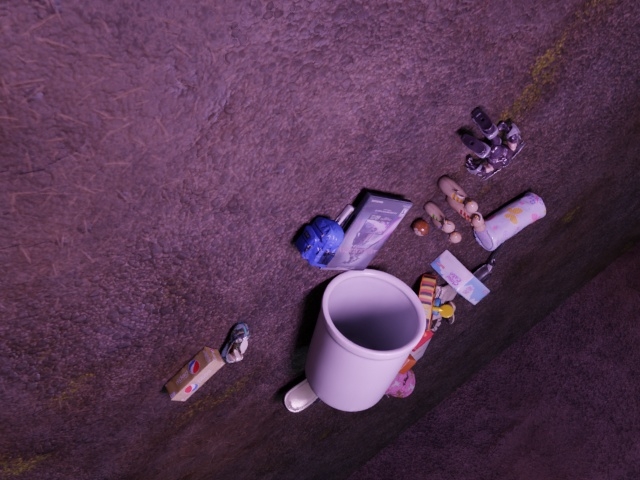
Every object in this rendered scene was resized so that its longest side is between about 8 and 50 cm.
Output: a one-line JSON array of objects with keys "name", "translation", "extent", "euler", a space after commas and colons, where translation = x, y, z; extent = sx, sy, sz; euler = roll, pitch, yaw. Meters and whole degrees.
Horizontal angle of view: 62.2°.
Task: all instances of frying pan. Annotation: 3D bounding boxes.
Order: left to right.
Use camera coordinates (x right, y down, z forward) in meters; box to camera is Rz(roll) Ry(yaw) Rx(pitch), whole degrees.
[{"name": "frying pan", "translation": [0.721, 0.134, 2.307], "extent": [0.326, 0.053, 0.197], "euler": [-47, 154, 9]}]

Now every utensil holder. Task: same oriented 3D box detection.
[{"name": "utensil holder", "translation": [0.129, 0.339, 1.748], "extent": [0.328, 0.327, 0.385], "euler": [-17, 142, -29]}]

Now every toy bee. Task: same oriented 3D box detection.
[{"name": "toy bee", "translation": [0.416, 0.285, 2.050], "extent": [0.298, 0.195, 0.162], "euler": [63, 35, -26]}]

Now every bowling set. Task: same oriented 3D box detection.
[{"name": "bowling set", "translation": [0.413, -0.053, 1.694], "extent": [0.200, 0.154, 0.287], "euler": [-45, 146, 10]}]

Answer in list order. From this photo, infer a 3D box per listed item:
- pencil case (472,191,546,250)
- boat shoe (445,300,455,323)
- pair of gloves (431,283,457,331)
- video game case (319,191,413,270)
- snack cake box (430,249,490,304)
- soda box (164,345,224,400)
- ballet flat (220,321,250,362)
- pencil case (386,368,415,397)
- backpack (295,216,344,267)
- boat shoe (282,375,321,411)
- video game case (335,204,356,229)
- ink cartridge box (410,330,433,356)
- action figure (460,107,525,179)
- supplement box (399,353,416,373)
[{"name": "pencil case", "translation": [0.708, -0.071, 1.989], "extent": [0.273, 0.113, 0.124], "euler": [-32, 156, -9]}, {"name": "boat shoe", "translation": [0.576, 0.330, 2.407], "extent": [0.049, 0.056, 0.152], "euler": [-22, 134, -15]}, {"name": "pair of gloves", "translation": [0.492, 0.288, 2.255], "extent": [0.204, 0.042, 0.240], "euler": [13, 111, -49]}, {"name": "video game case", "translation": [0.131, -0.018, 1.549], "extent": [0.196, 0.026, 0.274], "euler": [5, 127, -45]}, {"name": "snack cake box", "translation": [0.547, 0.147, 2.063], "extent": [0.089, 0.152, 0.264], "euler": [-44, 146, 10]}, {"name": "soda box", "translation": [-0.375, 0.399, 1.585], "extent": [0.181, 0.058, 0.061], "euler": [-43, 146, 9]}, {"name": "ballet flat", "translation": [-0.256, 0.328, 1.606], "extent": [0.070, 0.070, 0.188], "euler": [-11, 138, -35]}, {"name": "pencil case", "translation": [0.285, 0.633, 2.404], "extent": [0.386, 0.160, 0.167], "euler": [25, 77, -54]}, {"name": "backpack", "translation": [0.000, 0.000, 1.421], "extent": [0.101, 0.098, 0.120], "euler": [13, 122, -46]}, {"name": "boat shoe", "translation": [-0.005, 0.569, 2.096], "extent": [0.340, 0.127, 0.113], "euler": [-29, 176, -26]}, {"name": "video game case", "translation": [0.086, -0.016, 1.553], "extent": [0.190, 0.022, 0.173], "euler": [15, 120, -50]}, {"name": "ink cartridge box", "translation": [0.418, 0.465, 2.373], "extent": [0.134, 0.078, 0.231], "euler": [-31, 149, -33]}, {"name": "action figure", "translation": [0.506, -0.279, 1.570], "extent": [0.185, 0.099, 0.285], "euler": [-54, 148, 11]}, {"name": "supplement box", "translation": [0.253, 0.392, 2.008], "extent": [0.080, 0.233, 0.078], "euler": [-50, 145, 11]}]
